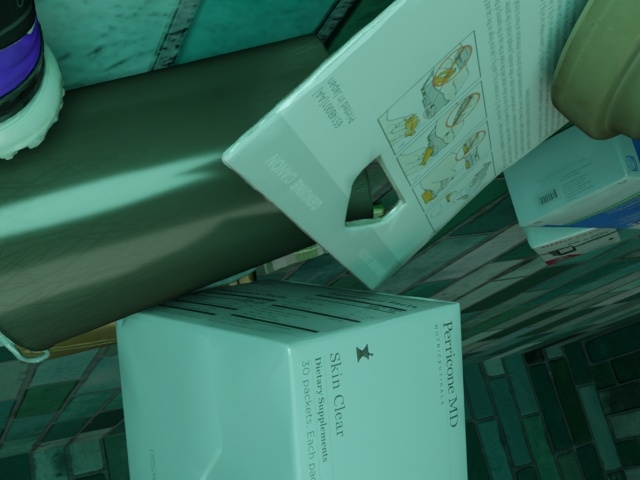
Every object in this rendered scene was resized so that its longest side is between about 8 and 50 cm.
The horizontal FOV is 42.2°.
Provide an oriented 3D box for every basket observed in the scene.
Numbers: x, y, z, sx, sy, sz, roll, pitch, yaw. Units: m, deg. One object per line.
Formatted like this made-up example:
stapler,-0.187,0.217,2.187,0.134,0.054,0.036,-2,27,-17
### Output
basket,-0.092,-0.037,0.531,0.226,0.154,0.204,-18,176,-3

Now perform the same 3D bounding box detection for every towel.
towel,0.000,0.000,0.960,0.151,0.023,0.113,-14,165,-1

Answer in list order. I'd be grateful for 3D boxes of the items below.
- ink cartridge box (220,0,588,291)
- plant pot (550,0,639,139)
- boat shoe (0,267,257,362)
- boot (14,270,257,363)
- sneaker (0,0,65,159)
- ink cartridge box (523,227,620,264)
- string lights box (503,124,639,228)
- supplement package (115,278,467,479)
ink cartridge box,0.081,-0.102,0.435,0.261,0.066,0.296,-39,161,3
plant pot,0.239,-0.124,0.415,0.237,0.110,0.237,-39,161,-16
boat shoe,-0.199,0.029,0.674,0.320,0.103,0.118,-18,139,6
boot,-0.205,0.067,0.897,0.269,0.089,0.236,-7,154,-10
sneaker,-0.263,-0.082,0.331,0.293,0.102,0.146,-15,161,-15
ink cartridge box,0.333,-0.021,1.104,0.109,0.063,0.150,-20,164,19
string lights box,0.338,-0.069,0.922,0.259,0.077,0.133,0,159,-42
supplement package,-0.020,0.171,0.568,0.145,0.262,0.204,-10,-171,-41
